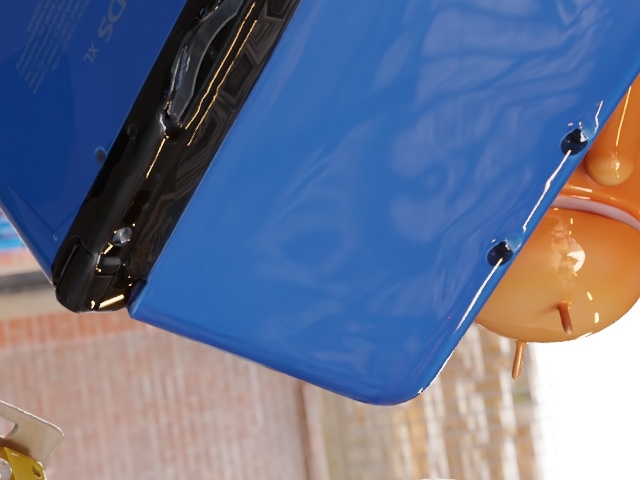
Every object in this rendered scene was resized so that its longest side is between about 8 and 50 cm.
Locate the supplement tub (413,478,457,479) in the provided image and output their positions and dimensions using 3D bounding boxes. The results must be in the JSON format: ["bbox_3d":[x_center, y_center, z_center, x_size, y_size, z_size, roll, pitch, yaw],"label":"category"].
[{"bbox_3d":[0.126,0.311,1.423,0.325,0.235,0.235,28,50,-67],"label":"supplement tub"}]

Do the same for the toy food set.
[{"bbox_3d":[-0.303,0.301,1.954,0.219,0.092,0.306,36,23,-52],"label":"toy food set"}]

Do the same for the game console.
[{"bbox_3d":[-0.015,-0.104,0.839,0.250,0.173,0.293,51,-57,34],"label":"game console"}]

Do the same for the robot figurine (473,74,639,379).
[{"bbox_3d":[0.128,-0.037,1.036,0.128,0.158,0.219,34,54,-51],"label":"robot figurine"}]
